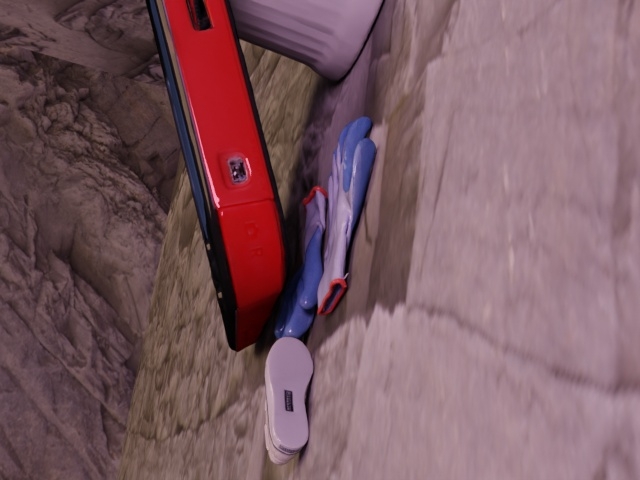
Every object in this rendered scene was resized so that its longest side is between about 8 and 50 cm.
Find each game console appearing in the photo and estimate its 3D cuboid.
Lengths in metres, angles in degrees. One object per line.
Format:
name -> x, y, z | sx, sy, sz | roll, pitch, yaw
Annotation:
game console -> -0.108, -0.109, 1.040 | 0.342, 0.060, 0.386 | 122, 135, -74

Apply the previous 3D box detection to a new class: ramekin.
ramekin -> -0.009, -0.294, 1.076 | 0.277, 0.135, 0.277 | -165, 90, -79

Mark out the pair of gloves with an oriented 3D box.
pair of gloves -> 0.000, 0.000, 0.918 | 0.198, 0.023, 0.159 | 120, 162, -56

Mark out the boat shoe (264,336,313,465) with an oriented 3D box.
boat shoe -> -0.026, 0.115, 0.860 | 0.100, 0.035, 0.035 | -94, 23, -43
